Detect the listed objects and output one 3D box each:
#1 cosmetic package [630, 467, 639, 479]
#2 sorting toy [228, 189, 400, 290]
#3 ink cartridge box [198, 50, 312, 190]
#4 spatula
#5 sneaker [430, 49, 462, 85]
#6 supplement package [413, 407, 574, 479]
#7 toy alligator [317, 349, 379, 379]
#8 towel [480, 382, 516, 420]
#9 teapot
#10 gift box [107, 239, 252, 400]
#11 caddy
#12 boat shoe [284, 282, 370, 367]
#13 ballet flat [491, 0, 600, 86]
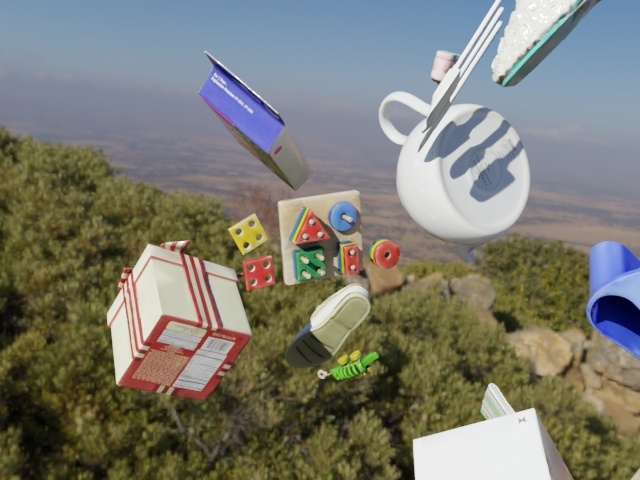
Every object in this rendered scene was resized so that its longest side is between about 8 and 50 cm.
[{"bbox_3d":[0.727,0.559,1.442,0.113,0.310,0.160,-7,51,2],"label":"cosmetic package"},{"bbox_3d":[0.000,0.000,1.061,0.274,0.133,0.046,-10,17,-21],"label":"sorting toy"},{"bbox_3d":[-0.120,-0.209,1.306,0.175,0.069,0.371,41,-4,12],"label":"ink cartridge box"},{"bbox_3d":[0.210,-0.247,0.999,0.019,0.242,0.168,33,-6,12],"label":"spatula"},{"bbox_3d":[0.266,-0.362,1.464,0.050,0.070,0.134,20,21,19],"label":"sneaker"},{"bbox_3d":[0.284,0.427,1.045,0.197,0.263,0.199,-21,36,20],"label":"supplement package"},{"bbox_3d":[0.057,0.310,1.654,0.189,0.056,0.051,-27,13,34],"label":"toy alligator"},{"bbox_3d":[0.440,0.429,1.713,0.023,0.152,0.113,-21,54,-12],"label":"towel"},{"bbox_3d":[0.220,-0.110,1.207,0.252,0.256,0.187,11,-10,-29],"label":"teapot"},{"bbox_3d":[-0.301,0.162,1.543,0.255,0.276,0.258,24,25,-36],"label":"gift box"},{"bbox_3d":[0.627,0.115,1.230,0.341,0.179,0.241,31,-42,-23],"label":"caddy"},{"bbox_3d":[0.023,0.237,1.924,0.113,0.302,0.103,43,19,-17],"label":"boat shoe"},{"bbox_3d":[0.446,-0.455,1.242,0.147,0.409,0.147,40,21,-19],"label":"ballet flat"}]
